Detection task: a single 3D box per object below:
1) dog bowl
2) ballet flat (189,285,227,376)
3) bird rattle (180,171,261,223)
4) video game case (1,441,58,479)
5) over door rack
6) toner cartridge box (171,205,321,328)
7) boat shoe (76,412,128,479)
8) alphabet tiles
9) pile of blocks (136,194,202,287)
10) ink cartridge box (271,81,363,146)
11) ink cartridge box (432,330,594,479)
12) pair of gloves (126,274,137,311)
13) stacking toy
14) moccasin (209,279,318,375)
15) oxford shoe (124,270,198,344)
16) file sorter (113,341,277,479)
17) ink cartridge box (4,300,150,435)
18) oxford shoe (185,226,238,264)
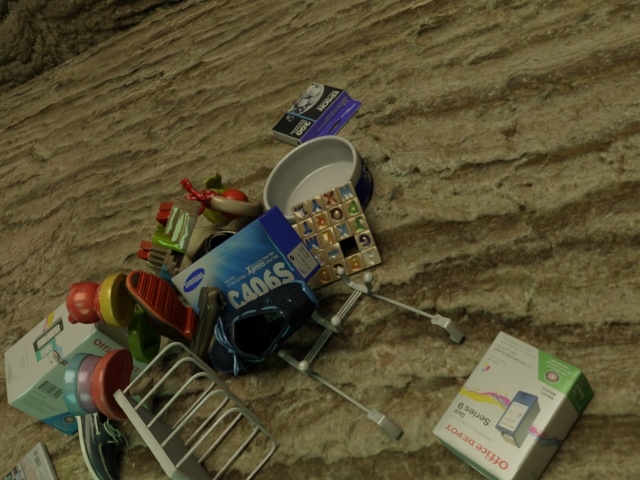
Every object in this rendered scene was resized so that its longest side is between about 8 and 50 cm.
[{"bbox_3d":[-0.006,-0.130,1.608,0.265,0.104,0.265,-20,45,21],"label":"dog bowl"},{"bbox_3d":[-0.255,0.209,1.453,0.084,0.058,0.249,-123,42,-53],"label":"ballet flat"},{"bbox_3d":[-0.258,-0.111,1.688,0.207,0.253,0.143,12,90,4],"label":"bird rattle"},{"bbox_3d":[-0.709,0.615,1.541,0.183,0.023,0.201,-47,43,-7],"label":"video game case"},{"bbox_3d":[0.081,0.194,1.263,0.324,0.108,0.239,24,72,45],"label":"over door rack"},{"bbox_3d":[-0.173,0.073,1.423,0.348,0.165,0.075,-31,7,41],"label":"toner cartridge box"},{"bbox_3d":[-0.499,0.437,1.469,0.079,0.095,0.254,-24,58,-7],"label":"boat shoe"},{"bbox_3d":[0.000,0.000,1.474,0.237,0.009,0.198,-23,83,18],"label":"alphabet tiles"},{"bbox_3d":[-0.394,0.031,1.589,0.362,0.113,0.149,120,164,-45],"label":"pile of blocks"},{"bbox_3d":[-0.014,-0.357,1.856,0.206,0.045,0.208,-50,44,-12],"label":"ink cartridge box"},{"bbox_3d":[0.308,0.278,1.037,0.154,0.093,0.212,27,75,46],"label":"ink cartridge box"},{"bbox_3d":[-0.621,0.207,1.814,0.240,0.042,0.204,-35,42,5],"label":"pair of gloves"},{"bbox_3d":[-0.478,0.253,1.448,0.130,0.279,0.309,-4,65,8],"label":"stacking toy"},{"bbox_3d":[-0.148,0.187,1.331,0.342,0.138,0.117,-47,-5,39],"label":"moccasin"},{"bbox_3d":[-0.371,0.170,1.489,0.098,0.271,0.097,-19,42,23],"label":"oxford shoe"},{"bbox_3d":[-0.247,0.363,1.297,0.173,0.193,0.278,-46,42,-12],"label":"file sorter"},{"bbox_3d":[-0.606,0.297,1.607,0.270,0.198,0.197,-40,40,-1],"label":"ink cartridge box"},{"bbox_3d":[-0.246,0.015,1.625,0.397,0.146,0.140,15,65,43],"label":"oxford shoe"}]
